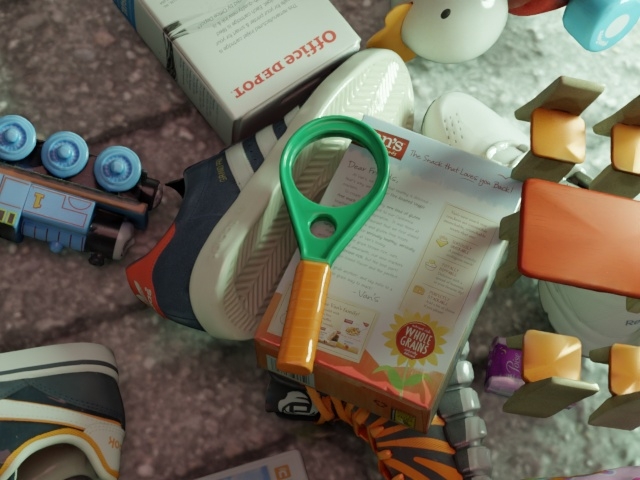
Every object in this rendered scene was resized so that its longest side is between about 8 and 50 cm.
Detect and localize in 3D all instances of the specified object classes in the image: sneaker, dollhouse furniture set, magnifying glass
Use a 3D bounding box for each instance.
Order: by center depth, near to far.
[{"bbox_3d":[0.276,0.012,1.264,0.259,0.135,0.262,10,70,-16],"label":"dollhouse furniture set"},{"bbox_3d":[0.000,0.000,1.288,0.092,0.026,0.231,9,62,5],"label":"magnifying glass"},{"bbox_3d":[-0.318,0.172,1.299,0.321,0.126,0.127,-9,65,-11],"label":"sneaker"},{"bbox_3d":[0.046,0.166,1.358,0.180,0.124,0.321,-6,60,-4],"label":"sneaker"},{"bbox_3d":[-0.048,-0.058,1.425,0.148,0.131,0.350,6,42,38],"label":"sneaker"},{"bbox_3d":[0.206,-0.035,1.426,0.111,0.129,0.297,-34,70,-22],"label":"sneaker"}]

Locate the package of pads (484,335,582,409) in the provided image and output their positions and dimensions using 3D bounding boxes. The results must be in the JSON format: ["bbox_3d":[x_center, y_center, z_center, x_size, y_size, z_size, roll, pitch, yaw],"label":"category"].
[{"bbox_3d":[0.192,0.119,1.426,0.083,0.032,0.050,12,65,-2],"label":"package of pads"}]

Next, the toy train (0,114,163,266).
[{"bbox_3d":[-0.237,-0.042,1.417,0.184,0.080,0.105,17,78,-2],"label":"toy train"}]

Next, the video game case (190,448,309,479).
[{"bbox_3d":[-0.093,0.289,1.299,0.212,0.023,0.193,-17,60,-2],"label":"video game case"}]

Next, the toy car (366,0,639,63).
[{"bbox_3d":[0.142,-0.250,1.479,0.238,0.210,0.219,-36,67,-4],"label":"toy car"}]

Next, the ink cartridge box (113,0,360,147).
[{"bbox_3d":[-0.082,-0.207,1.487,0.148,0.086,0.203,-34,78,-16],"label":"ink cartridge box"}]

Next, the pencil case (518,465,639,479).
[{"bbox_3d":[0.284,0.229,1.263,0.284,0.124,0.124,-12,70,12],"label":"pencil case"}]

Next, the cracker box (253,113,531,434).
[{"bbox_3d":[0.062,0.025,1.323,0.155,0.067,0.232,22,67,11],"label":"cracker box"}]
